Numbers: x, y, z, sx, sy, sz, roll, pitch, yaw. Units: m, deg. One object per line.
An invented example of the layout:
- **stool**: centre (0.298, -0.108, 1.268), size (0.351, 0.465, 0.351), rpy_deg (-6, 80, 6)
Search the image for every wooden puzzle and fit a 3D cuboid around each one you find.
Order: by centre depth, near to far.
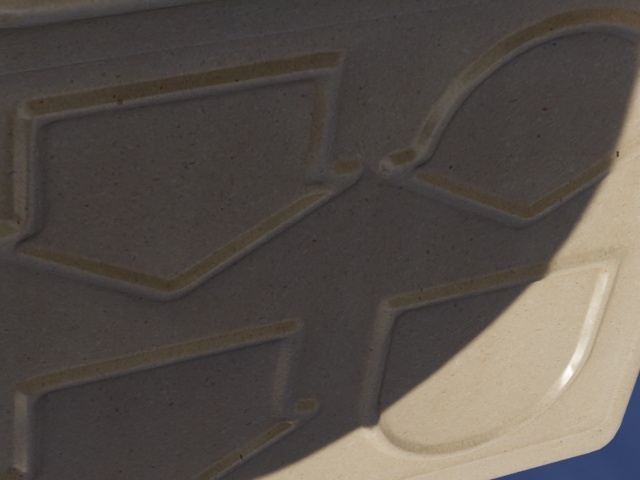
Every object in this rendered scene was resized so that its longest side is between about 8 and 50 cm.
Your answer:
- **wooden puzzle**: centre (0.000, 0.000, 0.658), size (0.322, 0.348, 0.080), rpy_deg (-11, -130, -21)
